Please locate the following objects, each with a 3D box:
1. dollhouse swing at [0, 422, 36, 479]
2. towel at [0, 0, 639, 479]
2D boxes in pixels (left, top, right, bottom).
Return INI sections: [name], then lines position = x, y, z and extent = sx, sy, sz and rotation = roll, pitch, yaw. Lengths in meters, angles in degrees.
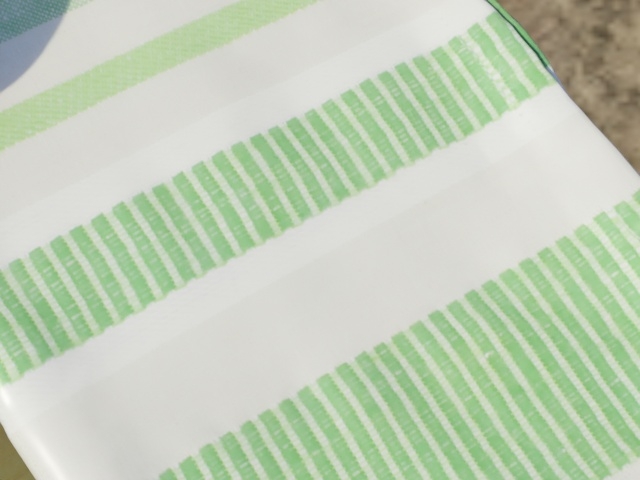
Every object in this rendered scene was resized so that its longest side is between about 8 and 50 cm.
[dollhouse swing]
position = -0.185, -0.058, 1.011
extent = 0.347, 0.305, 0.315
rotation = 52, 13, -45
[towel]
position = 0.000, 0.000, 0.594
extent = 0.248, 0.038, 0.325
rotation = -30, 79, -26
